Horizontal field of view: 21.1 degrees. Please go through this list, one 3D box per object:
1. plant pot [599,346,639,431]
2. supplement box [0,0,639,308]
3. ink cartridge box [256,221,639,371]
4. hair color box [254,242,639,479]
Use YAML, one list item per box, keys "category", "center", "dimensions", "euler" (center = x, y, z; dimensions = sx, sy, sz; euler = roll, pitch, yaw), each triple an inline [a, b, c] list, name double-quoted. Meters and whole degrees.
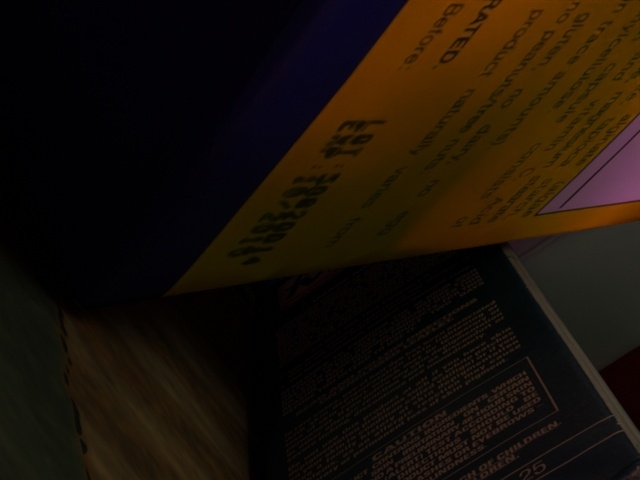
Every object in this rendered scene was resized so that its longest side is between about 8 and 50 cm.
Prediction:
- category: "plant pot"
  center: [0.198, 0.109, 0.978]
  dimensions: [0.275, 0.275, 0.243]
  euler: [57, 12, 2]
- category: "supplement box"
  center: [0.063, -0.129, 0.538]
  dimensions: [0.356, 0.194, 0.195]
  euler: [-8, 58, -46]
- category: "ink cartridge box"
  center: [0.127, -0.116, 0.840]
  dimensions: [0.285, 0.395, 0.166]
  euler: [60, 6, 32]
- category: "hair color box"
  center: [0.068, 0.103, 0.552]
  dimensions: [0.174, 0.105, 0.347]
  euler: [56, 5, -12]
